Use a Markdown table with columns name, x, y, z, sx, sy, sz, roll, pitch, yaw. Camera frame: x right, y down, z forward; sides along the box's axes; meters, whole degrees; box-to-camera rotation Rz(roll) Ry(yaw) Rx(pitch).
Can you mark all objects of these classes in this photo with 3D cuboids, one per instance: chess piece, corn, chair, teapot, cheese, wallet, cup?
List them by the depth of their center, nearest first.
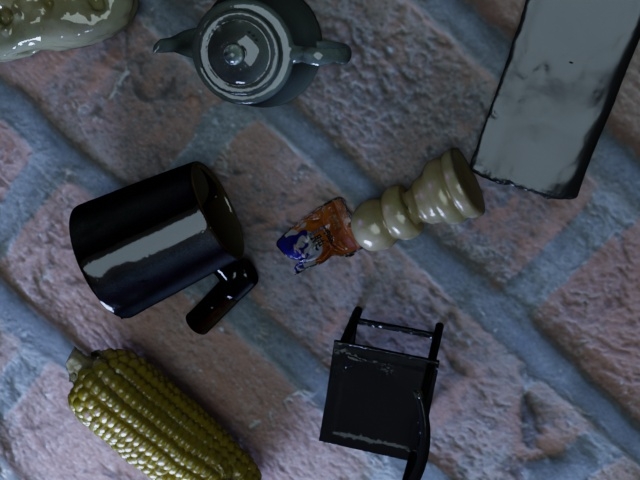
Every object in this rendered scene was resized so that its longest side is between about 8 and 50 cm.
| name | x | y | z | sx | sy | sz | roll | pitch | yaw |
| --- | --- | --- | --- | --- | --- | --- | --- | --- | --- |
| teapot | -0.080 | -0.237 | 1.259 | 0.239 | 0.149 | 0.162 | 7 | 105 | 10 |
| wallet | 0.296 | -0.195 | 1.260 | 0.146 | 0.030 | 0.285 | 18 | 109 | 3 |
| chair | 0.078 | 0.201 | 1.288 | 0.141 | 0.260 | 0.154 | 10 | 107 | 8 |
| chess piece | 0.118 | -0.043 | 1.313 | 0.170 | 0.094 | 0.094 | -25 | 99 | 25 |
| cheese | -0.367 | -0.320 | 1.322 | 0.263 | 0.093 | 0.159 | -10 | 104 | 13 |
| cup | -0.197 | 0.008 | 1.375 | 0.177 | 0.239 | 0.166 | -25 | 57 | 11 |
| corn | -0.221 | 0.271 | 1.436 | 0.347 | 0.130 | 0.130 | 40 | 109 | -5 |

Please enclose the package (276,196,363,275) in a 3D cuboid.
| name | x | y | z | sx | sy | sz | roll | pitch | yaw |
| --- | --- | --- | --- | --- | --- | --- | --- | --- | --- |
| package | 0.000 | 0.000 | 1.370 | 0.110 | 0.033 | 0.077 | -31 | 74 | 4 |
